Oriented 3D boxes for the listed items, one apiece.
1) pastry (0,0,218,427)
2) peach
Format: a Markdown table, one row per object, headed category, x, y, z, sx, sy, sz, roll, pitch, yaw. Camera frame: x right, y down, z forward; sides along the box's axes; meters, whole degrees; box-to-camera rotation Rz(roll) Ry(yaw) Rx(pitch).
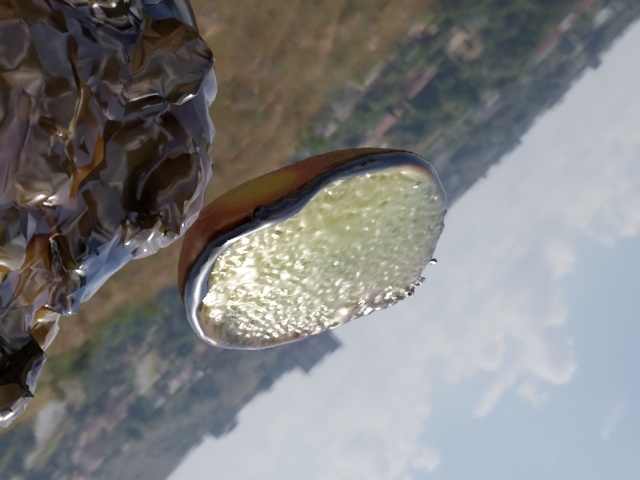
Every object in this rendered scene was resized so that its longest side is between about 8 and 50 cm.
| category | x | y | z | sx | sy | sz | roll | pitch | yaw |
| --- | --- | --- | --- | --- | --- | --- | --- | --- | --- |
| pastry | -0.218 | -0.122 | 0.499 | 0.337 | 0.405 | 0.292 | -50 | -175 | -26 |
| peach | -0.002 | -0.003 | 0.904 | 0.189 | 0.068 | 0.279 | -37 | 157 | 11 |
